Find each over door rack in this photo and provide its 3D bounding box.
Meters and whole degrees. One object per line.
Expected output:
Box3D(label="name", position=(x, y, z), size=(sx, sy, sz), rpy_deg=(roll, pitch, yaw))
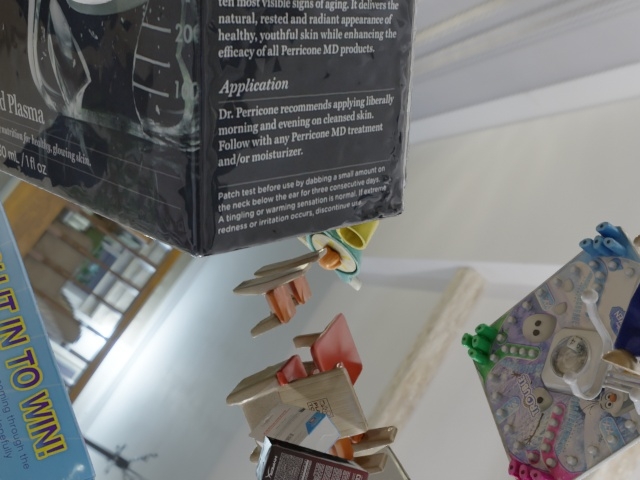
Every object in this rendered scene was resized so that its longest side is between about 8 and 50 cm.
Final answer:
Box3D(label="over door rack", position=(0.460, 0.068, 1.013), size=(0.324, 0.108, 0.239), rpy_deg=(-57, -154, -13))

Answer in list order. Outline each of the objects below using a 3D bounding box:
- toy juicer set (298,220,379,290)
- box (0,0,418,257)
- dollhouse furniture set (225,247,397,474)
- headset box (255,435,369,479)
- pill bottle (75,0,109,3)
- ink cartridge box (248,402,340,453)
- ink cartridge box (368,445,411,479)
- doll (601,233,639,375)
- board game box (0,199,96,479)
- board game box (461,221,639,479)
Box3D(label="toy juicer set", position=(0.000, 0.000, 1.667), size=(0.089, 0.209, 0.329), rpy_deg=(-50, 167, -23))
Box3D(label="box", position=(-0.155, -0.282, 0.898), size=(0.480, 0.297, 0.472), rpy_deg=(19, -68, 44))
Box3D(label="dollhouse furniture set", position=(0.007, 0.155, 0.938), size=(0.135, 0.262, 0.259), rpy_deg=(-19, -174, 18))
Box3D(label="headset box", position=(-0.004, 0.175, 0.610), size=(0.062, 0.083, 0.032), rpy_deg=(132, -27, -80))
Box3D(label="pill bottle", position=(-0.092, -0.176, 0.410), size=(0.152, 0.086, 0.086), rpy_deg=(-10, -136, 51))
Box3D(label="ink cartridge box", position=(-0.026, 0.182, 0.761), size=(0.048, 0.028, 0.083), rpy_deg=(-44, -158, -26))
Box3D(label="ink cartridge box", position=(0.089, 0.524, 1.465), size=(0.223, 0.307, 0.129), rpy_deg=(-30, -128, -4))
Box3D(label="doll", position=(0.295, 0.022, 0.644), size=(0.129, 0.046, 0.189), rpy_deg=(19, -94, 57))
Box3D(label="board game box", position=(-0.327, 0.055, 0.462), size=(0.302, 0.308, 0.086), rpy_deg=(-16, 164, -29))
Box3D(label="board game box", position=(0.439, 0.206, 1.440), size=(0.390, 0.050, 0.390), rpy_deg=(-44, -147, 25))
